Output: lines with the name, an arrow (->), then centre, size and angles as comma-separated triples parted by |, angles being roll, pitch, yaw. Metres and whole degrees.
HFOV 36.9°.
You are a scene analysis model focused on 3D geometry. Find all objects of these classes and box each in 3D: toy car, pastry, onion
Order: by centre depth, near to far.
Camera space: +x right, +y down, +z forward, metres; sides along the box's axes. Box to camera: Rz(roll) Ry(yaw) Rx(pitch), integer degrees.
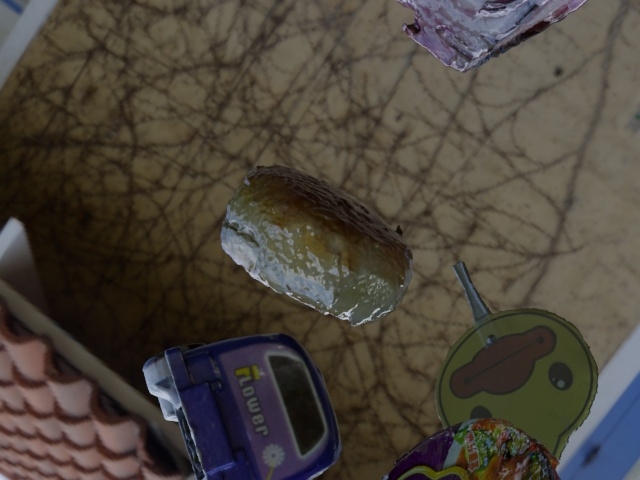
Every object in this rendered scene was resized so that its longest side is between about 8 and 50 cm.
pastry -> 0.000, 0.000, 0.903 | 0.182, 0.093, 0.192 | 29, -168, -2
onion -> 0.166, -0.308, 0.905 | 0.230, 0.272, 0.256 | 46, -166, 6
toy car -> -0.067, 0.184, 0.922 | 0.235, 0.158, 0.172 | 103, 149, -71

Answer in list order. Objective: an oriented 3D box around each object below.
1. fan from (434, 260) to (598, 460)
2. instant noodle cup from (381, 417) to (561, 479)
fan -> 0.249, 0.163, 1.331 | 0.011, 0.229, 0.335 | 38, -155, -49
instant noodle cup -> 0.148, 0.303, 0.789 | 0.190, 0.251, 0.251 | 42, -174, -18
